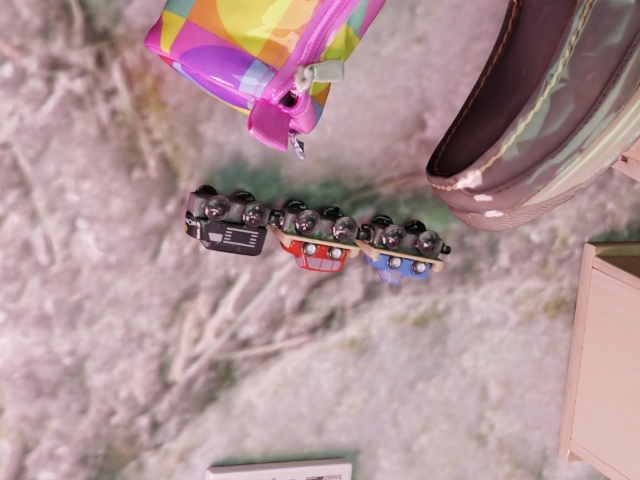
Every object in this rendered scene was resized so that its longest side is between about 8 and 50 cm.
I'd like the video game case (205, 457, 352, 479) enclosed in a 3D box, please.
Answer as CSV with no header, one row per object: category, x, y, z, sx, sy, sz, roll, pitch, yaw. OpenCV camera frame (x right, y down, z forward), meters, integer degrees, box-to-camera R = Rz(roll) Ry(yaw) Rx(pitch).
video game case,-0.028,0.185,0.947,0.087,0.011,0.122,-1,104,-25

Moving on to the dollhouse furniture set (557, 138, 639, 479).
dollhouse furniture set,0.330,0.041,0.967,0.303,0.198,0.286,-2,105,-25

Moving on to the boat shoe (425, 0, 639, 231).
boat shoe,0.147,-0.171,0.877,0.130,0.132,0.355,36,79,-19

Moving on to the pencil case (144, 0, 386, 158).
pencil case,0.011,-0.160,0.820,0.104,0.104,0.236,30,90,-28

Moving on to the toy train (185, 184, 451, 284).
toy train,0.000,0.000,0.900,0.158,0.027,0.036,9,104,-26
